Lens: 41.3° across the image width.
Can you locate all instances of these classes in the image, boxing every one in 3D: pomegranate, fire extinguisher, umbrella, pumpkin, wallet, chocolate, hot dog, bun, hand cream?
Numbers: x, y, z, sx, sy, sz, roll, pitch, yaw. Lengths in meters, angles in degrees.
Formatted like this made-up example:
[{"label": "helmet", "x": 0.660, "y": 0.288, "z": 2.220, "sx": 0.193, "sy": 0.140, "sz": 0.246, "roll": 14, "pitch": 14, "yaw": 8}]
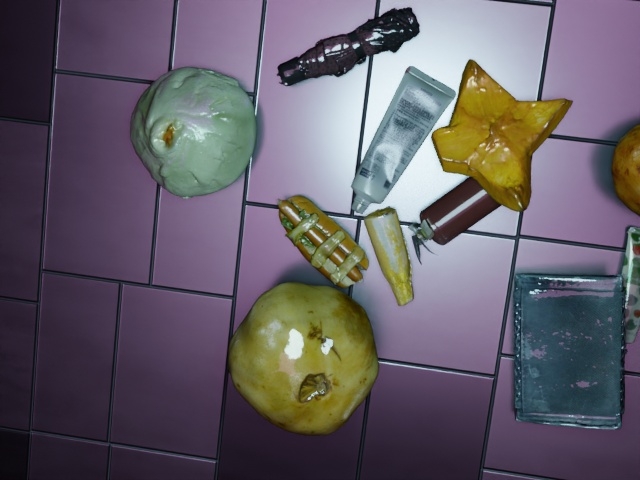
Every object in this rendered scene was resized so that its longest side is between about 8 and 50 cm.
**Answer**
[{"label": "pomegranate", "x": 0.721, "y": -0.142, "z": 1.738, "sx": 0.248, "sy": 0.248, "sz": 0.248, "roll": 1, "pitch": 98, "yaw": 6}, {"label": "fire extinguisher", "x": 0.304, "y": -0.062, "z": 1.854, "sx": 0.269, "sy": 0.105, "sz": 0.105, "roll": -36, "pitch": 93, "yaw": 9}, {"label": "umbrella", "x": 0.059, "y": -0.411, "z": 1.835, "sx": 0.326, "sy": 0.090, "sz": 0.094, "roll": -23, "pitch": 98, "yaw": 9}, {"label": "pumpkin", "x": 0.364, "y": -0.217, "z": 1.779, "sx": 0.258, "sy": 0.095, "sz": 0.290, "roll": 23, "pitch": 74, "yaw": 21}, {"label": "wallet", "x": 0.548, "y": 0.240, "z": 1.872, "sx": 0.237, "sy": 0.075, "sz": 0.342, "roll": 0, "pitch": 99, "yaw": 22}, {"label": "chocolate", "x": 0.161, "y": 0.039, "z": 1.901, "sx": 0.085, "sy": 0.085, "sz": 0.219, "roll": -15, "pitch": 100, "yaw": 8}, {"label": "hot dog", "x": 0.000, "y": 0.000, "z": 1.912, "sx": 0.269, "sy": 0.072, "sz": 0.109, "roll": 44, "pitch": 98, "yaw": -2}, {"label": "bun", "x": -0.288, "y": -0.238, "z": 1.851, "sx": 0.293, "sy": 0.187, "sz": 0.293, "roll": 1, "pitch": 96, "yaw": 5}, {"label": "pomegranate", "x": -0.039, "y": 0.251, "z": 1.838, "sx": 0.332, "sy": 0.332, "sz": 0.333, "roll": 1, "pitch": 98, "yaw": 6}, {"label": "hand cream", "x": 0.163, "y": -0.210, "z": 1.874, "sx": 0.124, "sy": 0.078, "sz": 0.341, "roll": 30, "pitch": 93, "yaw": 2}, {"label": "hand cream", "x": 0.687, "y": 0.113, "z": 1.861, "sx": 0.095, "sy": 0.059, "sz": 0.276, "roll": 14, "pitch": 96, "yaw": 4}]
